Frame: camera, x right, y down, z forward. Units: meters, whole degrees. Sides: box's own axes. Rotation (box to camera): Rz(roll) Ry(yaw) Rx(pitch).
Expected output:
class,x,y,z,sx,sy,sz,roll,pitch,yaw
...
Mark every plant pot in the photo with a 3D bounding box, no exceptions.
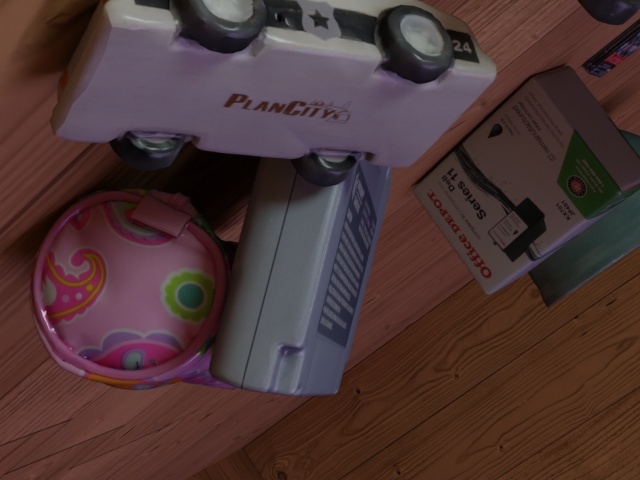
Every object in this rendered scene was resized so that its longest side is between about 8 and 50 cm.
class,x,y,z,sx,sy,sz,roll,pitch,yaw
plant pot,0.408,-0.061,1.612,0.293,0.196,0.293,-33,169,-7

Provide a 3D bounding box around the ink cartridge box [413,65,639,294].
class,x,y,z,sx,sy,sz,roll,pitch,yaw
ink cartridge box,0.221,-0.060,1.140,0.087,0.153,0.208,-23,163,-46

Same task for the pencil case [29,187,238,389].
class,x,y,z,sx,sy,sz,roll,pitch,yaw
pencil case,-0.092,0.040,0.717,0.124,0.124,0.284,-35,170,2

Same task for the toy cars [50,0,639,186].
class,x,y,z,sx,sy,sz,roll,pitch,yaw
toy cars,0.075,-0.119,0.464,0.394,0.087,0.176,-17,155,5

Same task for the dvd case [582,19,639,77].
class,x,y,z,sx,sy,sz,roll,pitch,yaw
dvd case,0.352,-0.226,1.192,0.119,0.013,0.087,-38,170,23

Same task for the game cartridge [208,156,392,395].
class,x,y,z,sx,sy,sz,roll,pitch,yaw
game cartridge,0.000,0.000,0.682,0.062,0.198,0.297,9,173,7
